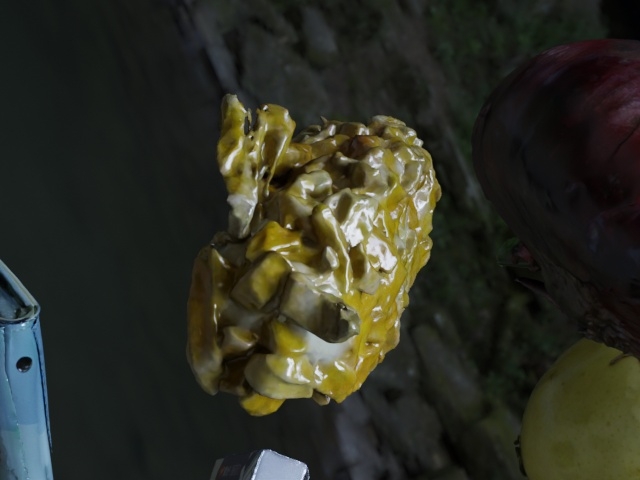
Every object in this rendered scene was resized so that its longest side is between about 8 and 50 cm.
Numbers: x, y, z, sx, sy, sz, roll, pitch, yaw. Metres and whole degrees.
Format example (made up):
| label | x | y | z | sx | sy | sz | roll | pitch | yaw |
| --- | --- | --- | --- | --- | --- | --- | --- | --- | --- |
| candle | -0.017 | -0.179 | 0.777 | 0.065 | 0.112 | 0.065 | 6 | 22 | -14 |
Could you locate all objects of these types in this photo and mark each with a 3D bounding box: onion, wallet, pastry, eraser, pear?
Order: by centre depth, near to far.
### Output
| label | x | y | z | sx | sy | sz | roll | pitch | yaw |
| --- | --- | --- | --- | --- | --- | --- | --- | --- | --- |
| pastry | 0.000 | 0.000 | 0.788 | 0.250 | 0.102 | 0.154 | -39 | 138 | -73 |
| onion | 0.291 | -0.039 | 1.156 | 0.347 | 0.285 | 0.347 | 47 | -2 | 2 |
| wallet | -0.291 | 0.147 | 1.341 | 0.176 | 0.075 | 0.250 | 36 | -47 | 51 |
| pear | 0.382 | 0.222 | 1.644 | 0.309 | 0.309 | 0.309 | -23 | 90 | -84 |
| eraser | -0.088 | 0.308 | 1.684 | 0.210 | 0.068 | 0.124 | 151 | -42 | -69 |

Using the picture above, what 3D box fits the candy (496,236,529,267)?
| label | x | y | z | sx | sy | sz | roll | pitch | yaw |
| --- | --- | --- | --- | --- | --- | --- | --- | --- | --- |
| candy | 0.264 | -0.079 | 1.433 | 0.069 | 0.149 | 0.246 | 29 | 68 | -34 |
